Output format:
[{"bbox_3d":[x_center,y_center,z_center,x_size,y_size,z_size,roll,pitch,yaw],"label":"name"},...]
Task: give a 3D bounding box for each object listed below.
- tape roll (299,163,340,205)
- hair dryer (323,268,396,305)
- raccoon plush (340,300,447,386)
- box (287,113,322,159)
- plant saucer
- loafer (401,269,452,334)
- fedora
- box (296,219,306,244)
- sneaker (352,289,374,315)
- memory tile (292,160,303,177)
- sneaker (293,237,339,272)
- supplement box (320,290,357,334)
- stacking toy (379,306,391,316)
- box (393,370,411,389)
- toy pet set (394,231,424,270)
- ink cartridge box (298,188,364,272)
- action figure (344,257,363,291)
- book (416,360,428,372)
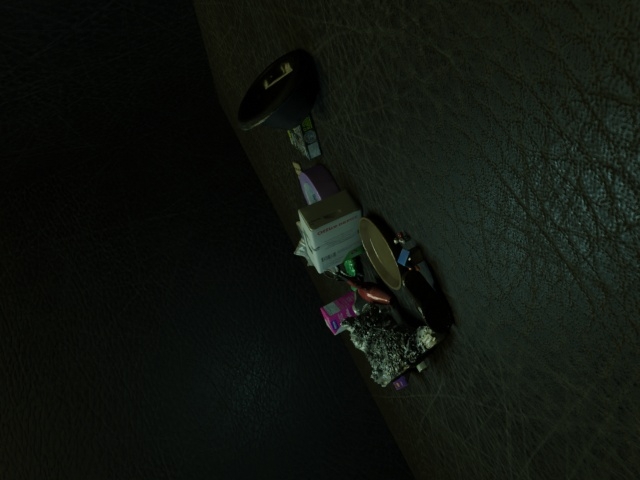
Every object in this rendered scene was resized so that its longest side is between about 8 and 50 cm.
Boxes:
[{"bbox_3d":[0.011,-0.177,1.882,0.275,0.090,0.275,61,168,21],"label":"tape roll"},{"bbox_3d":[0.157,0.192,1.765,0.293,0.080,0.223,20,-178,15],"label":"hair dryer"},{"bbox_3d":[0.259,0.300,1.584,0.299,0.216,0.447,55,138,23],"label":"raccoon plush"},{"bbox_3d":[-0.091,-0.475,1.753,0.216,0.060,0.270,51,163,53],"label":"box"},{"bbox_3d":[0.214,0.039,1.539,0.278,0.041,0.278,61,169,21],"label":"plant saucer"},{"bbox_3d":[0.306,0.170,1.293,0.220,0.080,0.078,58,-179,-9],"label":"loafer"},{"bbox_3d":[-0.128,-0.465,1.501,0.152,0.334,0.334,34,-171,-34],"label":"fedora"},{"bbox_3d":[0.005,-0.011,2.127,0.183,0.059,0.233,-13,104,42],"label":"box"},{"bbox_3d":[0.215,0.244,1.963,0.083,0.118,0.222,47,-159,-9],"label":"sneaker"},{"bbox_3d":[-0.097,-0.327,2.259,0.148,0.012,0.113,67,169,-19],"label":"memory tile"},{"bbox_3d":[-0.022,0.099,2.429,0.281,0.115,0.105,38,-175,-17],"label":"sneaker"},{"bbox_3d":[0.128,0.344,2.180,0.114,0.219,0.111,44,158,62],"label":"supplement box"},{"bbox_3d":[0.289,0.374,1.844,0.221,0.052,0.167,77,172,-70],"label":"stacking toy"},{"bbox_3d":[0.292,0.472,1.935,0.294,0.057,0.201,63,-166,8],"label":"box"},{"bbox_3d":[0.250,0.052,1.322,0.122,0.065,0.114,67,169,-19],"label":"toy pet set"},{"bbox_3d":[0.048,-0.032,1.717,0.122,0.210,0.289,59,167,34],"label":"ink cartridge box"},{"bbox_3d":[0.147,0.135,2.024,0.137,0.063,0.232,61,173,24],"label":"action figure"},{"bbox_3d":[0.369,0.450,1.783,0.144,0.035,0.096,60,172,23],"label":"book"}]
